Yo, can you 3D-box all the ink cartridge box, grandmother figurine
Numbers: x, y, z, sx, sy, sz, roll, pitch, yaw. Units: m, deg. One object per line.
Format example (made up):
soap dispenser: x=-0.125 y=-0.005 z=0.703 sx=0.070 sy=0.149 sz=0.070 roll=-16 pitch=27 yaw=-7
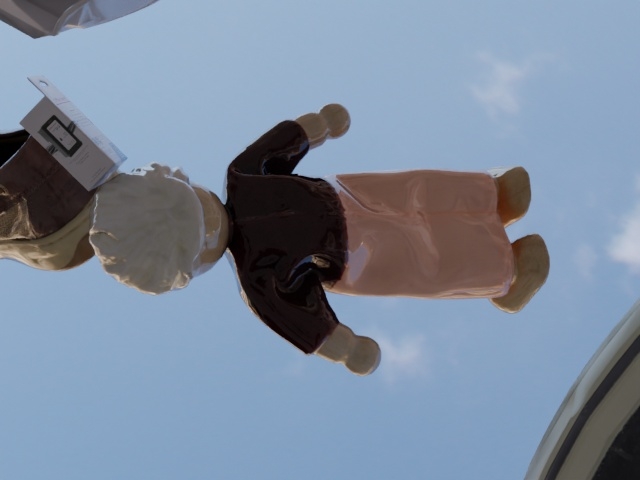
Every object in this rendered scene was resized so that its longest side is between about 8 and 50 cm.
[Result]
ink cartridge box: x=-0.175 y=-0.075 z=1.056 sx=0.028 sy=0.048 sz=0.083 roll=-44 pitch=-87 yaw=8
grandmother figurine: x=0.000 y=0.000 z=1.102 sx=0.104 sy=0.342 sz=0.208 roll=-53 pitch=-138 yaw=46

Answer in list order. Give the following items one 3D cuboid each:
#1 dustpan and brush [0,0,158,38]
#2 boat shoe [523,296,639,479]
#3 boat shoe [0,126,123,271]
dustpan and brush: x=-0.091 y=-0.174 z=0.803 sx=0.147 sy=0.211 sz=0.060 roll=32 pitch=-49 yaw=43
boat shoe: x=0.146 y=0.216 z=0.662 sx=0.156 sy=0.187 sz=0.500 roll=26 pitch=-83 yaw=36
boat shoe: x=-0.291 y=-0.045 z=1.229 sx=0.342 sy=0.123 sz=0.123 roll=2 pitch=-124 yaw=49
